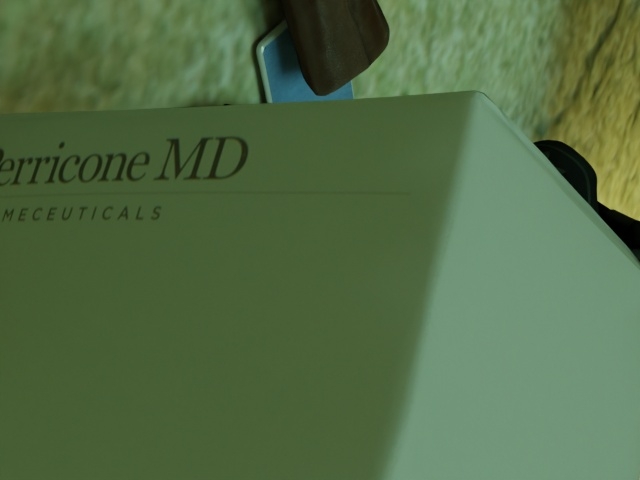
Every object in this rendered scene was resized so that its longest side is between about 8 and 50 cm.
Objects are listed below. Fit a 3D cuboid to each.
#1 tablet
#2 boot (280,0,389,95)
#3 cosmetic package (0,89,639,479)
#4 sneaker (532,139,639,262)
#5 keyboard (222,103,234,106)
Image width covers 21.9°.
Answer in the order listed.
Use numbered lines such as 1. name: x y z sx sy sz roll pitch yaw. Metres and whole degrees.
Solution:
1. tablet: -0.005 -0.065 0.723 0.054 0.006 0.083 -44 141 -32
2. boot: -0.013 -0.093 0.660 0.106 0.037 0.114 -50 143 -29
3. cosmetic package: -0.046 0.156 0.503 0.156 0.217 0.385 36 60 -48
4. sneaker: 0.143 0.054 0.933 0.146 0.102 0.293 -55 147 -21
5. keyboard: 0.000 0.000 0.734 0.192 0.038 0.100 6 112 -56
